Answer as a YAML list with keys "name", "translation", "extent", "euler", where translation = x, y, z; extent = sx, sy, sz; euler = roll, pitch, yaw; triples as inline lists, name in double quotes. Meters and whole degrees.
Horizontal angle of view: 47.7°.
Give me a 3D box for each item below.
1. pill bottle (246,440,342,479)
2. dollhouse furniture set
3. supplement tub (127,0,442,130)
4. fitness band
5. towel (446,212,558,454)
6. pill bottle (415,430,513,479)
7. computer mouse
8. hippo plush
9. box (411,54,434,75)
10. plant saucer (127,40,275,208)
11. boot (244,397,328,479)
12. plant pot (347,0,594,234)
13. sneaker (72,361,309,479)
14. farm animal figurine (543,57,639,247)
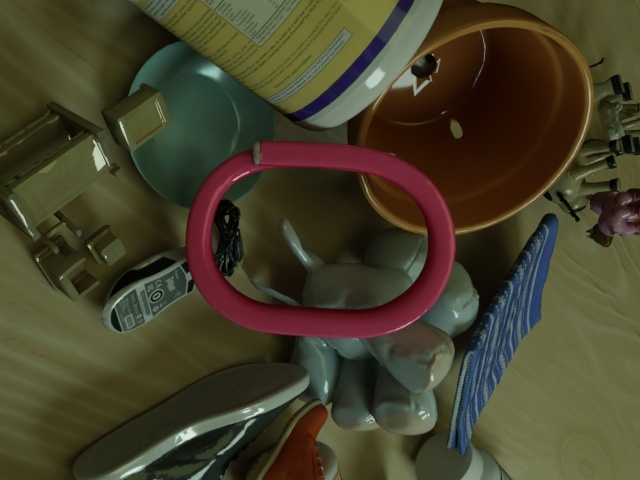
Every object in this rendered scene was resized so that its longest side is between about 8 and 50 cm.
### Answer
- name: "pill bottle"
  translation: [-0.015, 0.383, 0.949]
  extent: [0.121, 0.121, 0.216]
  euler: [-25, 110, -33]
- name: "dollhouse furniture set"
  translation: [-0.243, -0.060, 0.762]
  extent: [0.182, 0.101, 0.161]
  euler: [-43, 144, -26]
- name: "supplement tub"
  translation: [-0.063, -0.294, 0.738]
  extent: [0.331, 0.241, 0.241]
  euler: [34, 75, -24]
- name: "fitness band"
  translation: [0.000, 0.000, 0.782]
  extent: [0.290, 0.054, 0.209]
  euler: [4, 92, -2]
- name: "towel"
  translation: [0.285, 0.136, 1.103]
  extent: [0.336, 0.040, 0.243]
  euler: [-47, 148, -40]
- name: "pill bottle"
  translation: [0.247, 0.404, 1.155]
  extent: [0.221, 0.121, 0.121]
  euler: [49, 67, -31]
- name: "computer mouse"
  translation: [-0.171, 0.034, 0.828]
  extent: [0.193, 0.042, 0.106]
  euler: [-32, 144, -29]
- name: "hippo plush"
  translation: [0.076, 0.096, 0.971]
  extent: [0.294, 0.234, 0.236]
  euler: [41, 42, 10]
- name: "box"
  translation: [0.080, -0.301, 0.977]
  extent: [0.324, 0.067, 0.063]
  euler: [32, 75, -35]
- name: "plant saucer"
  translation: [-0.142, -0.133, 0.843]
  extent: [0.194, 0.037, 0.195]
  euler: [-5, 98, -38]
- name: "boot"
  translation: [-0.020, 0.264, 0.869]
  extent: [0.158, 0.084, 0.059]
  euler: [-51, 161, -39]
- name: "plant pot"
  translation: [0.160, -0.180, 0.910]
  extent: [0.290, 0.204, 0.291]
  euler: [-8, 132, -9]
- name: "sneaker"
  translation: [-0.131, 0.258, 0.863]
  extent: [0.295, 0.104, 0.147]
  euler: [-24, 113, -29]
- name: "farm animal figurine"
  translation: [0.434, -0.137, 1.209]
  extent: [0.330, 0.172, 0.327]
  euler: [25, 61, -51]
